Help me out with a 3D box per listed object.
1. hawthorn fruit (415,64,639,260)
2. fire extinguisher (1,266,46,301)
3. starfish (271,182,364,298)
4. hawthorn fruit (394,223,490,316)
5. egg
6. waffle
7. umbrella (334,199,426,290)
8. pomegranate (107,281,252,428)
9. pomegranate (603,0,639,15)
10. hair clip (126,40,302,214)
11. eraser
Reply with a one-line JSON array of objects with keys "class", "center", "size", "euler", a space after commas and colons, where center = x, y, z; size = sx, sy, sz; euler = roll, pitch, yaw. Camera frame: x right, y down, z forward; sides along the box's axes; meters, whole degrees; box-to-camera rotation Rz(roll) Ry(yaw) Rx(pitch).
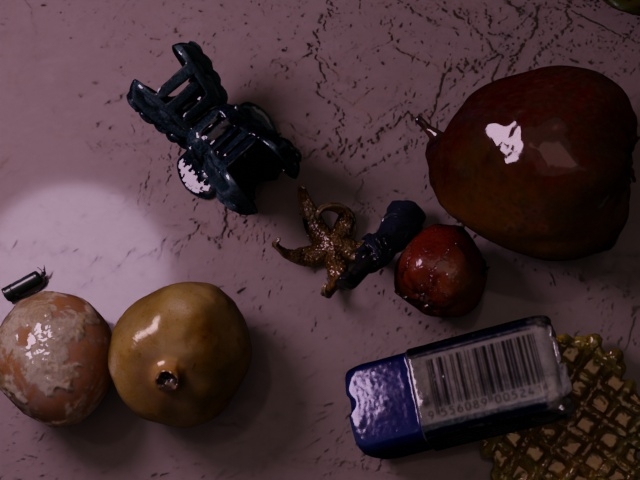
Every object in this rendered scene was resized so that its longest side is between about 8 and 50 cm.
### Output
[{"class": "hawthorn fruit", "center": [0.332, -0.119, 1.638], "size": [0.325, 0.308, 0.308], "euler": [-12, 71, 3]}, {"class": "fire extinguisher", "center": [-0.499, 0.076, 1.810], "size": [0.083, 0.025, 0.038], "euler": [-30, 109, -4]}, {"class": "starfish", "center": [-0.001, -0.001, 1.750], "size": [0.146, 0.074, 0.190], "euler": [-32, 72, -7]}, {"class": "hawthorn fruit", "center": [0.199, 0.040, 1.687], "size": [0.148, 0.148, 0.172], "euler": [24, 59, 13]}, {"class": "egg", "center": [-0.419, 0.187, 1.678], "size": [0.195, 0.195, 0.233], "euler": [-29, 59, -4]}, {"class": "waffle", "center": [0.368, 0.268, 1.633], "size": [0.291, 0.051, 0.291], "euler": [-3, 72, 9]}, {"class": "umbrella", "center": [0.092, 0.014, 1.686], "size": [0.071, 0.071, 0.248], "euler": [28, 44, 14]}, {"class": "pomegranate", "center": [-0.216, 0.178, 1.650], "size": [0.233, 0.233, 0.233], "euler": [-2, 72, 6]}, {"class": "pomegranate", "center": [0.550, -0.494, 1.800], "size": [0.211, 0.211, 0.263], "euler": [-22, 37, -1]}, {"class": "hair clip", "center": [-0.174, -0.172, 1.761], "size": [0.194, 0.206, 0.310], "euler": [-41, 77, -2]}, {"class": "eraser", "center": [0.210, 0.229, 1.603], "size": [0.332, 0.101, 0.155], "euler": [-17, 60, 14]}]
